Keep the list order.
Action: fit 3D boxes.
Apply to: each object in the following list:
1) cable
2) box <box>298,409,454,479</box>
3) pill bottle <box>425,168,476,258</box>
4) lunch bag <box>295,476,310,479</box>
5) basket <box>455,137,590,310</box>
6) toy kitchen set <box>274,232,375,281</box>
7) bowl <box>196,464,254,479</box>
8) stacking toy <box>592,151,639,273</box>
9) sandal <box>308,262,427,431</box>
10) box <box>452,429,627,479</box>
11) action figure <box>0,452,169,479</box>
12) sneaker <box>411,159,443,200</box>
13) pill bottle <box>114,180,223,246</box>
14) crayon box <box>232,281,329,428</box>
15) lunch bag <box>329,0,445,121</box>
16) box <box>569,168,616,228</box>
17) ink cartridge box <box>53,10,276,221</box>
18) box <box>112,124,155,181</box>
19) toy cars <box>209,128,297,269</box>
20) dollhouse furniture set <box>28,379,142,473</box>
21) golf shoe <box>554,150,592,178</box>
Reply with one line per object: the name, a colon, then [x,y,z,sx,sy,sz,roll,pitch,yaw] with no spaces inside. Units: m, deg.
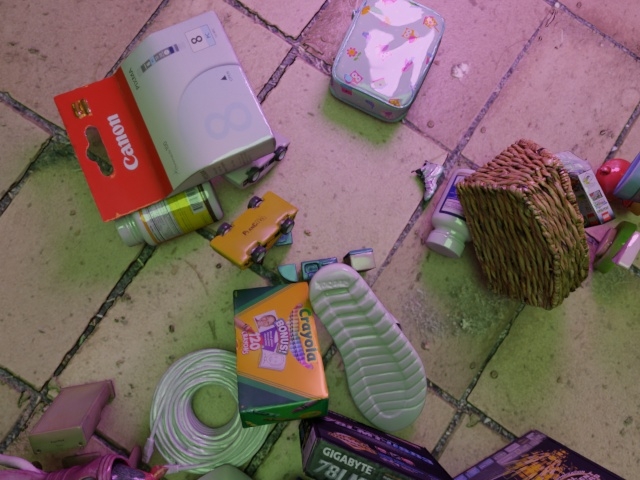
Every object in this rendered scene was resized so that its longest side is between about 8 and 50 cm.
cable: [-0.229,0.360,0.996,0.257,0.089,0.257,7,82,-4]
box: [0.105,0.426,0.907,0.295,0.293,0.073,23,83,0]
pill bottle: [0.319,-0.059,1.074,0.112,0.112,0.187,28,82,0]
lunch bag: [-0.044,0.716,0.885,0.328,0.239,0.385,-41,65,-6]
basket: [0.459,-0.041,0.966,0.223,0.213,0.299,-33,112,-20]
toy kitchen set: [0.000,0.000,1.039,0.207,0.122,0.166,-8,83,-5]
bowl: [-0.203,0.538,0.952,0.142,0.053,0.142,-34,119,5]
stacking toy: [0.656,-0.078,1.034,0.130,0.309,0.280,32,97,20]
sandal: [0.113,0.223,1.019,0.169,0.102,0.416,-22,104,8]
box: [0.356,0.542,0.898,0.394,0.318,0.097,-27,85,-6]
action figure: [-0.443,0.440,0.816,0.370,0.248,0.276,-19,79,0]
sneaker: [0.247,-0.147,1.120,0.069,0.038,0.098,24,72,1]
pill bottle: [-0.331,-0.063,1.025,0.214,0.117,0.117,-22,85,-7]
crayon box: [-0.087,0.222,0.951,0.165,0.081,0.278,-6,47,-8]
lunch bag: [0.153,-0.443,1.113,0.224,0.108,0.279,24,80,4]
box: [0.551,-0.076,1.045,0.036,0.207,0.114,-23,85,-7]
ink cartridge box: [-0.325,-0.253,0.948,0.384,0.091,0.308,-24,82,-7]
box: [-0.342,-0.222,1.046,0.103,0.114,0.203,38,83,3]
toy cars: [-0.145,-0.093,1.011,0.176,0.087,0.394,1,54,-12]
dollhouse furniture set: [-0.483,0.444,0.965,0.212,0.161,0.242,-8,106,-5]
golf shoe: [0.579,-0.186,1.144,0.176,0.069,0.086,18,62,-5]
